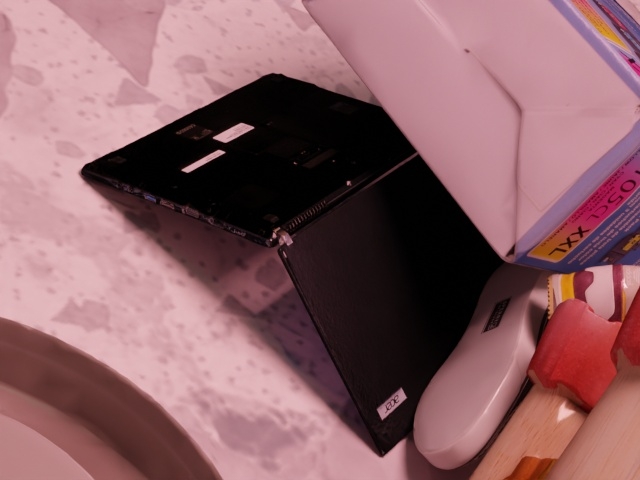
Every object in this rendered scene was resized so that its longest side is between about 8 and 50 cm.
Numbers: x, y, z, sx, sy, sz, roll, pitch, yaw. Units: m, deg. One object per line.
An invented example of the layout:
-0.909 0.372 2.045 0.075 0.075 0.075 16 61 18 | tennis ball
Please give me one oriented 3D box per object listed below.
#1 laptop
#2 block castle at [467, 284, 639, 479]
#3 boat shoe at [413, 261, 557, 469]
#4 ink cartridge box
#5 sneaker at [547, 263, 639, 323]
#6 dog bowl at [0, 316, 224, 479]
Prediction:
0.000 0.000 1.021 0.264 0.136 0.234 20 33 27 | laptop
0.314 0.192 0.753 0.453 0.303 0.213 35 82 2 | block castle
0.135 0.091 0.964 0.070 0.078 0.219 53 42 -16 | boat shoe
0.197 -0.106 1.086 0.270 0.151 0.395 55 20 25 | ink cartridge box
0.222 0.082 0.965 0.185 0.084 0.069 50 36 -47 | sneaker
-0.202 0.179 0.608 0.349 0.102 0.348 13 38 -10 | dog bowl
